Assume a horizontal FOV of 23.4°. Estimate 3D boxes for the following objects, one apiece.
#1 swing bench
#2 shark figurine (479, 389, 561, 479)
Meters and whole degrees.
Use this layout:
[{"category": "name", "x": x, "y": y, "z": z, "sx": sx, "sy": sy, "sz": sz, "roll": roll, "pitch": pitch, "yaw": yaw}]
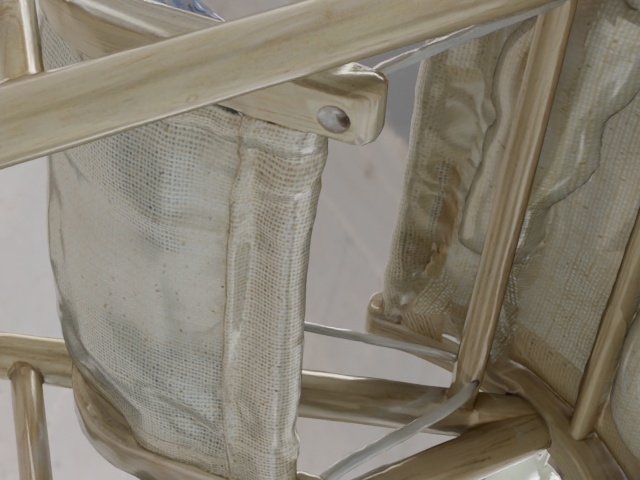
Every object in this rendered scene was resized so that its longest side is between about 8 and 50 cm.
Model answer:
[{"category": "swing bench", "x": 0.000, "y": 0.000, "z": 0.495, "sx": 0.253, "sy": 0.255, "sz": 0.165, "roll": 98, "pitch": -18, "yaw": -45}, {"category": "shark figurine", "x": 0.084, "y": 0.159, "z": 0.858, "sx": 0.278, "sy": 0.116, "sz": 0.166, "roll": 19, "pitch": 56, "yaw": -63}]
